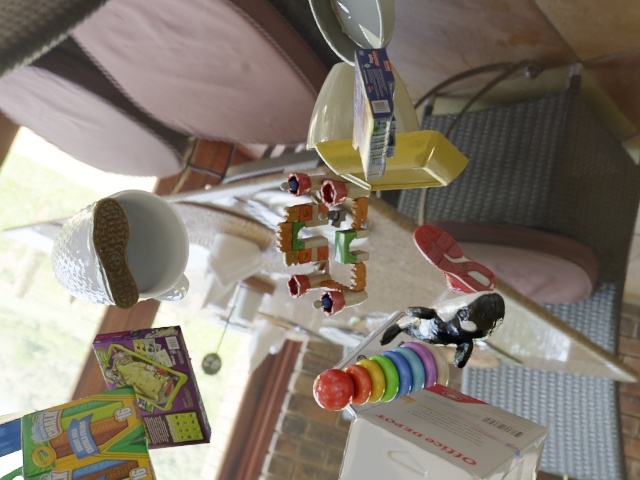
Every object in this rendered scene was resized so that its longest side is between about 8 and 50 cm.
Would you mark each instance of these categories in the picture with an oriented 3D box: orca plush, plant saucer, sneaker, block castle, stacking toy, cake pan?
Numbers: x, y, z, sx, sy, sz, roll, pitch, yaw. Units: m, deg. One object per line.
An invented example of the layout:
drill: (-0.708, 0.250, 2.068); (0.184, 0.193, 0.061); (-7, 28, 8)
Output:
orca plush: (0.193, 0.155, 1.067); (0.151, 0.102, 0.287); (4, 164, -36)
plant saucer: (0.195, -0.198, 1.785); (0.333, 0.080, 0.333); (-2, 171, 26)
sneaker: (-0.365, 0.021, 1.154); (0.064, 0.192, 0.086); (-15, -167, -33)
block castle: (0.000, 0.000, 2.284); (0.213, 0.453, 0.303); (-9, -163, -33)
stacking toy: (0.126, 0.313, 1.506); (0.330, 0.141, 0.141); (-5, 179, -34)
sneaker: (0.291, 0.063, 1.566); (0.221, 0.087, 0.128); (42, 158, 4)
cake pan: (0.069, -0.538, 1.510); (0.293, 0.054, 0.293); (49, 157, 29)

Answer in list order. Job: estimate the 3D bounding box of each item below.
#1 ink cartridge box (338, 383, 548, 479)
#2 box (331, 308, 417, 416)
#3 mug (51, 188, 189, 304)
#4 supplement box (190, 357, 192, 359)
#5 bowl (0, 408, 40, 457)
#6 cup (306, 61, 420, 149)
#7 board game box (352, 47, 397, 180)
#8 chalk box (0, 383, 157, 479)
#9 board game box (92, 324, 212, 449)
ink cartridge box: (0.209, 0.354, 1.106); (0.226, 0.131, 0.306); (18, -168, 35)
box: (0.165, 0.339, 1.815); (0.169, 0.290, 0.087); (50, 165, 5)
mug: (-0.516, 0.059, 1.781); (0.328, 0.276, 0.374); (-15, 139, 44)
supplement box: (-0.521, 0.434, 2.153); (0.130, 0.073, 0.239); (28, 129, -10)
bowl: (-0.900, 0.517, 1.713); (0.391, 0.077, 0.391); (-13, 176, -1)
cup: (0.124, -0.383, 1.919); (0.331, 0.236, 0.331); (-1, -174, 0)
board game box: (0.099, -0.212, 1.226); (0.060, 0.194, 0.194); (-5, 142, -5)
chalk box: (-0.490, 0.441, 1.335); (0.289, 0.179, 0.180); (-14, -149, -20)
board game box: (-0.403, 0.367, 1.638); (0.208, 0.056, 0.346); (-9, 118, 0)
